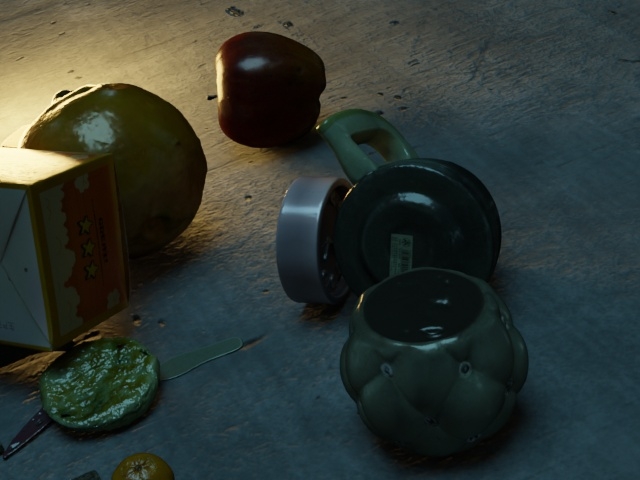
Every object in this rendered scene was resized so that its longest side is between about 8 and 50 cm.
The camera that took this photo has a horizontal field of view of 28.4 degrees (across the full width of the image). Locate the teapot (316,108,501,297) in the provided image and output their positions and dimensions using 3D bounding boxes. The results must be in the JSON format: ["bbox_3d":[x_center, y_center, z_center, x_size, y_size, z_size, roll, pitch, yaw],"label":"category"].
[{"bbox_3d":[0.128,-0.036,1.916,0.322,0.239,0.239,27,21,12],"label":"teapot"}]

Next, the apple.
[{"bbox_3d":[-0.104,-0.285,2.417,0.234,0.234,0.234,-9,32,6],"label":"apple"}]

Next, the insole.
[{"bbox_3d":[-0.189,0.179,1.921,0.153,0.002,0.053,-20,32,-10],"label":"insole"}]

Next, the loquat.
[{"bbox_3d":[-0.357,-0.116,2.152,0.329,0.328,0.328,-9,32,6],"label":"loquat"}]

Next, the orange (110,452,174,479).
[{"bbox_3d":[-0.234,0.316,1.662,0.083,0.070,0.083,-7,36,5],"label":"orange"}]

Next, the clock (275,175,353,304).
[{"bbox_3d":[0.000,0.000,1.950,0.068,0.196,0.197,3,36,22],"label":"clock"}]

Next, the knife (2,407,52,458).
[{"bbox_3d":[-0.388,0.240,1.884,0.035,0.018,0.247,16,43,34],"label":"knife"}]

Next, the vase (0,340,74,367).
[{"bbox_3d":[-0.497,0.164,1.987,0.214,0.086,0.086,-11,32,-5],"label":"vase"}]

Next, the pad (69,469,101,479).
[{"bbox_3d":[-0.381,0.393,1.657,0.235,0.003,0.158,-23,33,-16],"label":"pad"}]

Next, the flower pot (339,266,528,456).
[{"bbox_3d":[0.147,0.161,1.651,0.246,0.195,0.246,-8,32,5],"label":"flower pot"}]

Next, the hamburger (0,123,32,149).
[{"bbox_3d":[-0.548,-0.174,2.519,0.166,0.087,0.137,9,37,29],"label":"hamburger"}]

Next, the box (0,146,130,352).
[{"bbox_3d":[-0.470,0.003,1.941,0.284,0.259,0.214,5,18,27],"label":"box"}]

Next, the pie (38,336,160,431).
[{"bbox_3d":[-0.324,0.212,1.865,0.187,0.041,0.186,-6,41,5],"label":"pie"}]

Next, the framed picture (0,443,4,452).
[{"bbox_3d":[-0.604,0.316,1.844,0.250,0.016,0.184,-26,34,-19],"label":"framed picture"}]
